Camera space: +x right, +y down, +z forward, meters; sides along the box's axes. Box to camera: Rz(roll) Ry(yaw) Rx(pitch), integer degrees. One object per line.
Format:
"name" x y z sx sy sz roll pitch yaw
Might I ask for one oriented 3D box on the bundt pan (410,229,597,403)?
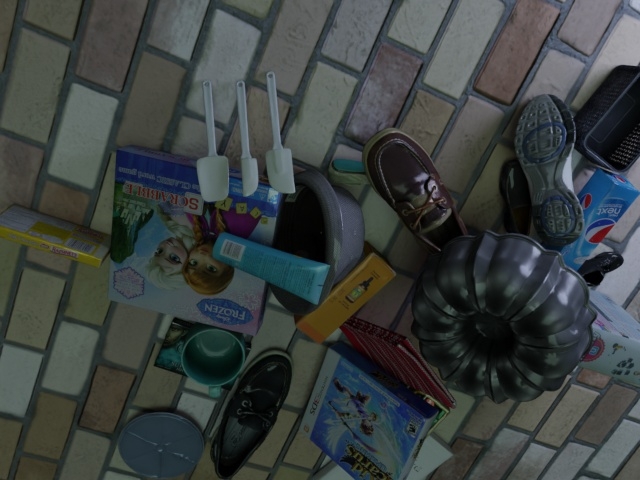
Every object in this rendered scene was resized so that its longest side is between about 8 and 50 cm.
"bundt pan" 0.309 0.156 0.935 0.331 0.124 0.330 13 119 25

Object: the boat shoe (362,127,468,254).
"boat shoe" 0.201 -0.067 0.989 0.123 0.123 0.342 -37 127 1

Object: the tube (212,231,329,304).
"tube" -0.090 0.044 0.928 0.207 0.052 0.080 21 117 11

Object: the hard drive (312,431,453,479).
"hard drive" 0.159 0.579 1.335 0.307 0.040 0.203 -43 109 12

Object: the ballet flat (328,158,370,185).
"ballet flat" 0.097 -0.131 1.045 0.168 0.057 0.052 8 139 -5

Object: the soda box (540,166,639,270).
"soda box" 0.554 -0.040 1.082 0.067 0.071 0.210 16 123 -12

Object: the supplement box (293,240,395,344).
"supplement box" 0.048 0.112 1.118 0.233 0.080 0.078 -43 110 14

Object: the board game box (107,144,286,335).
"board game box" -0.246 0.004 1.018 0.319 0.066 0.318 13 111 4

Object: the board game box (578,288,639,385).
"board game box" 0.530 0.169 1.107 0.303 0.224 0.097 19 111 -12

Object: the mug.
"mug" -0.231 0.237 1.101 0.129 0.097 0.157 32 100 -16

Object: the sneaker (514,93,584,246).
"sneaker" 0.451 -0.139 1.039 0.111 0.129 0.297 -5 93 21

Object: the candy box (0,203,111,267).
"candy box" -0.511 -0.010 1.002 0.206 0.105 0.027 20 109 -12

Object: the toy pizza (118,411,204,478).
"toy pizza" -0.382 0.490 1.255 0.201 0.032 0.201 -2 112 -6

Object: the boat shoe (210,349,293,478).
"boat shoe" -0.163 0.411 1.198 0.127 0.113 0.340 31 106 -16

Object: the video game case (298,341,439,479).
"video game case" 0.095 0.402 1.157 0.061 0.269 0.244 -9 123 -51

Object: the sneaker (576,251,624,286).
"sneaker" 0.602 0.070 1.144 0.170 0.089 0.051 -8 112 -2

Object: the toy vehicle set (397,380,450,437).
"toy vehicle set" 0.160 0.445 1.249 0.166 0.035 0.267 38 101 2

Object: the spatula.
"spatula" -0.142 -0.192 0.939 0.168 0.019 0.242 -7 78 -1

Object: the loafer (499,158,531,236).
"loafer" 0.414 -0.083 1.080 0.062 0.061 0.170 -15 112 2

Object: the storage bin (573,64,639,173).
"storage bin" 0.591 -0.239 1.022 0.122 0.084 0.180 31 107 -16

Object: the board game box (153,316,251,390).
"board game box" -0.265 0.258 1.175 0.186 0.026 0.126 22 109 -13

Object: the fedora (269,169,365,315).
"fedora" 0.000 0.000 1.016 0.124 0.244 0.275 -4 104 -35

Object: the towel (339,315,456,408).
"towel" 0.144 0.245 1.091 0.031 0.275 0.199 -45 111 -17
